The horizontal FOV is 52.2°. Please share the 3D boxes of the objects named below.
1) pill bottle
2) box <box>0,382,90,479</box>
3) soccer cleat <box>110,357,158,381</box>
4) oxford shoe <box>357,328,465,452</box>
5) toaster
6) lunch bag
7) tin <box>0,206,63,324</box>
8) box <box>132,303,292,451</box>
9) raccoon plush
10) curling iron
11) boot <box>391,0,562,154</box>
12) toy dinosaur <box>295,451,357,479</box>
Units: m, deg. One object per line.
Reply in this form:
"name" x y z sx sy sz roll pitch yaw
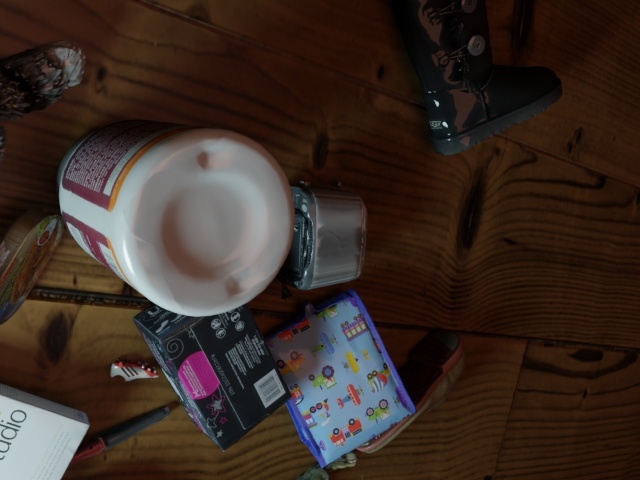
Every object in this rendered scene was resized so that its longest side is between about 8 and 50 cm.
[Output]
"pill bottle" -0.224 -0.052 0.900 0.224 0.392 0.224 -9 106 -32
"box" -0.541 0.312 0.951 0.322 0.058 0.232 29 84 -26
"soccer cleat" -0.320 0.227 1.123 0.083 0.029 0.035 21 97 -32
"oxford shoe" 0.212 0.357 1.453 0.348 0.123 0.130 -40 125 -19
"toaster" 0.000 0.000 1.225 0.146 0.129 0.226 -5 102 -35
"lunch bag" 0.023 0.254 1.296 0.221 0.138 0.293 -27 105 -15
"tin" -0.444 0.038 0.952 0.040 0.106 0.189 29 82 0
"box" -0.185 0.203 1.138 0.163 0.142 0.247 -35 119 -25
"raccoon plush" -0.456 -0.050 0.874 0.446 0.216 0.299 -31 124 -25
"curling iron" -0.382 0.335 1.098 0.274 0.035 0.068 -12 107 -31
"boot" 0.322 -0.452 1.344 0.367 0.146 0.445 -31 112 -26
"toy dinosaur" -0.032 0.542 1.368 0.268 0.064 0.118 -28 108 -24
